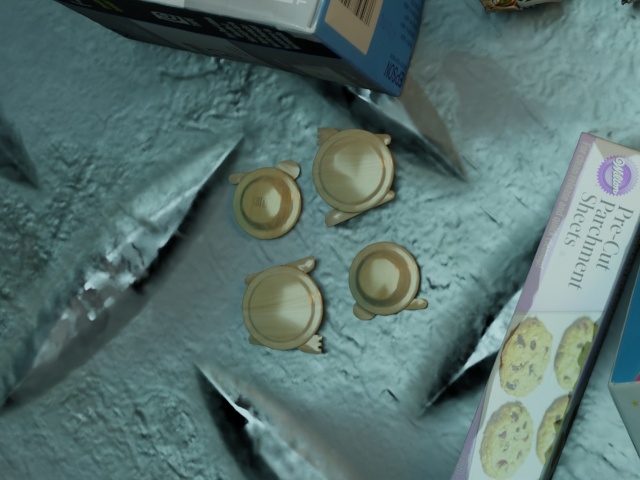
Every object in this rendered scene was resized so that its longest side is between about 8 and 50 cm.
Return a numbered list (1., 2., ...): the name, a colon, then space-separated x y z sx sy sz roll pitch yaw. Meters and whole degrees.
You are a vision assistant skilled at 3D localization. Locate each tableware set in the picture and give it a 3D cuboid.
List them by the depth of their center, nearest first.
1. tableware set: 0.000 0.000 1.357 0.141 0.020 0.169 -12 84 16

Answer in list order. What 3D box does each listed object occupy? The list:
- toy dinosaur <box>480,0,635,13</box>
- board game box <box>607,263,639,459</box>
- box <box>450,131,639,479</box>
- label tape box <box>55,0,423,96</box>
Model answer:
1. toy dinosaur: 0.225 -0.300 1.279 0.322 0.164 0.218 -36 92 -8
2. board game box: 0.353 0.035 1.119 0.303 0.224 0.098 -11 123 28
3. box: 0.162 0.085 1.283 0.067 0.063 0.324 22 92 15
4. label tape box: -0.119 -0.204 1.286 0.347 0.249 0.115 11 88 16
